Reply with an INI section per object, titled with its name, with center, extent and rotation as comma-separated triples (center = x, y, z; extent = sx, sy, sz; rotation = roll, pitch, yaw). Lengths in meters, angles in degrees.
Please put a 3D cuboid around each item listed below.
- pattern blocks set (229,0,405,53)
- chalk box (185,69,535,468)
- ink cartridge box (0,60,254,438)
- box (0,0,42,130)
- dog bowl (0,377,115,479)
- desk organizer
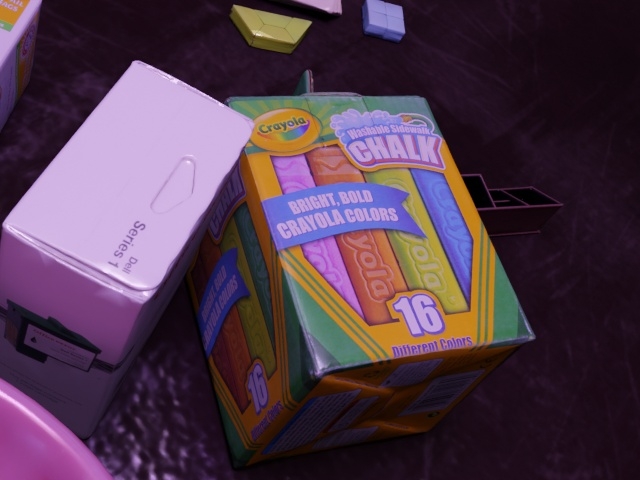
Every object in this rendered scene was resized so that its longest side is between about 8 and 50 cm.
[pattern blocks set]
center = -0.061, -0.324, 0.978
extent = 0.325, 0.026, 0.285
rotation = 2, 57, -23
[chalk box]
center = 0.000, 0.000, 0.686
extent = 0.179, 0.180, 0.289
rotation = -5, 59, -27
[ink cartridge box]
center = -0.141, 0.013, 0.586
extent = 0.092, 0.219, 0.160
rotation = 28, 51, -4
[box]
center = -0.309, -0.114, 0.673
extent = 0.114, 0.103, 0.203
rotation = 22, 52, -10
[dog bowl]
center = -0.239, 0.194, 0.361
extent = 0.408, 0.150, 0.408
rotation = 27, 25, -14
[desk organizer]
center = 0.172, -0.036, 0.867
extent = 0.130, 0.050, 0.047
rotation = -4, 60, -26
